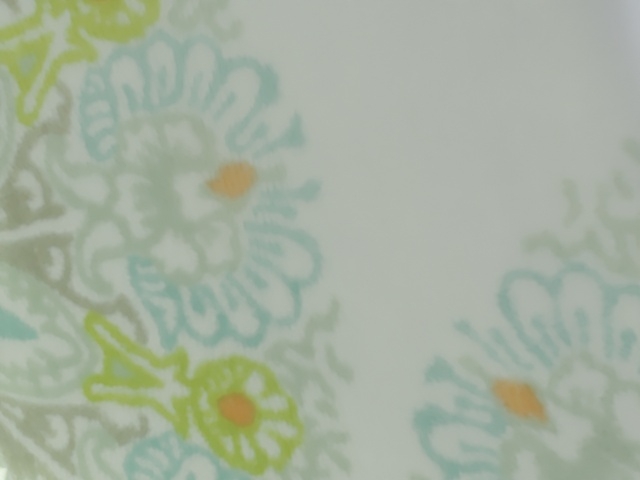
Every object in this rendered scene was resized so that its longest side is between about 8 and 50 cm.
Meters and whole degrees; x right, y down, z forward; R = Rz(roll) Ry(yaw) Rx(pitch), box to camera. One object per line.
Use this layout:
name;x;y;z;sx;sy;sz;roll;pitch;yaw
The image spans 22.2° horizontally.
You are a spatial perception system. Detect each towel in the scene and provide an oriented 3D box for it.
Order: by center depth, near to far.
towel;0.000;0.000;0.554;0.374;0.090;0.320;-13;98;34
